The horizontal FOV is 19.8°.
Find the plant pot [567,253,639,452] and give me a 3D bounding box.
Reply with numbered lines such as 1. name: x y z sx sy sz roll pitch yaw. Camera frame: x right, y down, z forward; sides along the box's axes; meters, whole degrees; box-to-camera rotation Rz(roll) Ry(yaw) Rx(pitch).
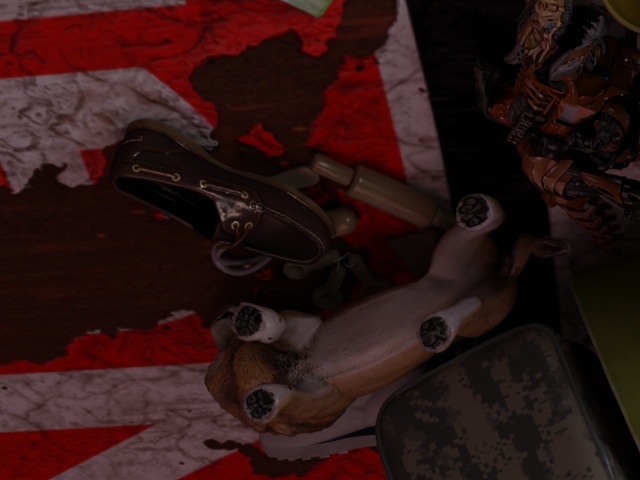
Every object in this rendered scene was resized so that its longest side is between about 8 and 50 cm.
1. plant pot: 0.405 0.097 1.601 0.294 0.274 0.275 -24 134 8

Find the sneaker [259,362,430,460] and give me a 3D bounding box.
1. sneaker: 0.023 0.157 1.816 0.235 0.090 0.094 -19 100 40

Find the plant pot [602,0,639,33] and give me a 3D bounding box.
1. plant pot: 0.281 -0.204 1.344 0.134 0.134 0.095 -29 154 32

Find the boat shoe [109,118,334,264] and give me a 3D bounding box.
1. boat shoe: -0.087 -0.027 1.584 0.207 0.073 0.073 25 132 -11

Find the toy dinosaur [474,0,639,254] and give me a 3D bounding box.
1. toy dinosaur: 0.236 -0.091 1.484 0.218 0.164 0.322 9 172 16

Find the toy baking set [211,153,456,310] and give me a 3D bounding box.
1. toy baking set: 0.005 -0.003 1.659 0.256 0.030 0.197 26 135 -24

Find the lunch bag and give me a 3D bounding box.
1. lunch bag: 0.215 0.258 1.641 0.213 0.305 0.256 -31 151 20

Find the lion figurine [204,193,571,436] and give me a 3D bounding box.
1. lion figurine: 0.059 0.076 1.626 0.392 0.142 0.240 -18 169 17

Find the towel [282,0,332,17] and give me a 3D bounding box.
1. towel: -0.039 -0.233 1.400 0.152 0.023 0.113 23 137 -21

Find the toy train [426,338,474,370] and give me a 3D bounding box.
1. toy train: 0.110 0.112 1.788 0.036 0.027 0.158 23 136 -16
